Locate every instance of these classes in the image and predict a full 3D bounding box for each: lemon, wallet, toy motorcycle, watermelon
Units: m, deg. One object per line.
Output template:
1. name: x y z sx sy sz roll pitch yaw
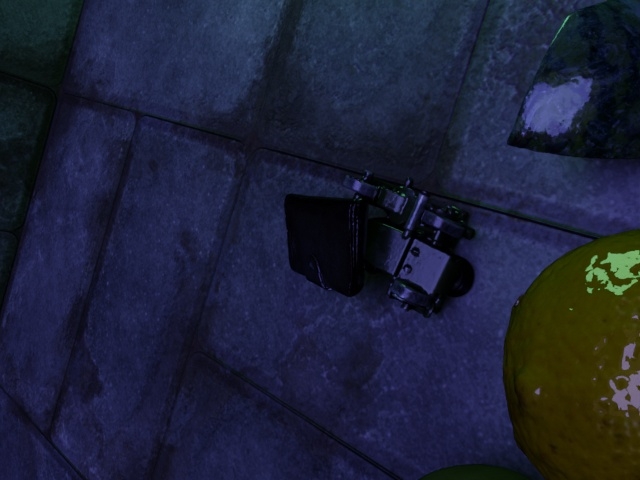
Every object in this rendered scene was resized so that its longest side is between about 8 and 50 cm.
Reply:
1. lemon: 0.397 0.159 0.709 0.387 0.349 0.350 -3 80 48
2. wallet: 0.000 0.000 1.164 0.318 0.045 0.173 -164 72 -66
3. toy motorcycle: 0.143 -0.001 1.099 0.275 0.127 0.205 29 102 32
4. watermelon: 0.419 -0.229 0.888 0.176 0.255 0.260 -94 20 -75

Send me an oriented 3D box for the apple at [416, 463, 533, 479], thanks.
1. apple: 0.210 0.481 0.826 0.357 0.357 0.358 -8 77 39
